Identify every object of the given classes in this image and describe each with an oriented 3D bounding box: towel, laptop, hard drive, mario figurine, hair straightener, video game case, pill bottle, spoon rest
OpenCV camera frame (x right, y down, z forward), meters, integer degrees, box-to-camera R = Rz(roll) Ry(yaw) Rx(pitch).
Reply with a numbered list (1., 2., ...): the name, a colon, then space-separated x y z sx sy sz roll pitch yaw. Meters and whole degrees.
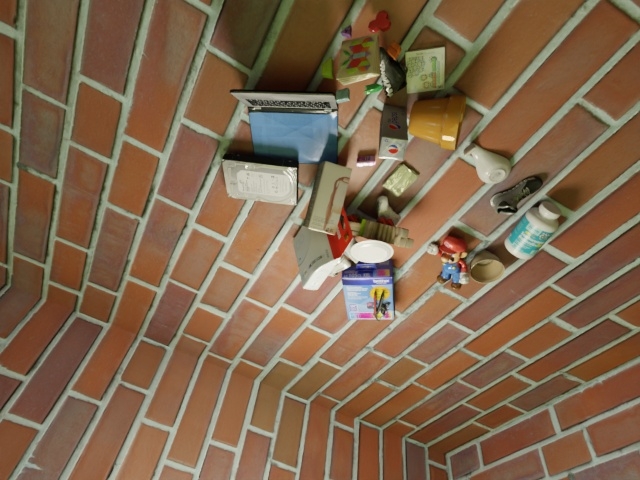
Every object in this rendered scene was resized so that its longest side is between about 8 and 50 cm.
1. towel: 0.360 -0.271 1.903 0.110 0.027 0.148 32 127 -17
2. laptop: -0.125 -0.443 1.702 0.382 0.408 0.236 3 97 5
3. hard drive: -0.271 -0.280 1.942 0.339 0.064 0.237 8 139 2
4. mario figurine: 0.635 0.119 2.101 0.198 0.170 0.320 -2 131 12
5. hair straightener: 0.324 0.355 2.227 0.089 0.047 0.230 1 130 6
6. video game case: 0.396 -0.643 1.592 0.143 0.019 0.157 -3 129 11
7. pill bottle: 0.975 -0.049 1.923 0.146 0.146 0.264 16 130 -5
8. spoon rest: 0.702 -0.332 1.783 0.276 0.084 0.137 28 130 -32

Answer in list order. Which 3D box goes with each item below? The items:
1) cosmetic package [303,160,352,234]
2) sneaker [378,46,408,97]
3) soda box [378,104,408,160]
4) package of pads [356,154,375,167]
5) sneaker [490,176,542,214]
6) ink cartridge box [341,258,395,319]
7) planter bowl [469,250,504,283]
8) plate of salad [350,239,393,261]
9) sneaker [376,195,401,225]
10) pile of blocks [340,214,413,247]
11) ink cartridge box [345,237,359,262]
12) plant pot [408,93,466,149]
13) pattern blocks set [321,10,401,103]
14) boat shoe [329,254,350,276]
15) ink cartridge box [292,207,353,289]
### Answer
1. cosmetic package: 0.029 -0.184 1.846 0.129 0.153 0.296 14 94 -11
2. sneaker: 0.266 -0.633 1.552 0.106 0.078 0.234 -22 152 11
3. soda box: 0.278 -0.420 1.620 0.098 0.286 0.091 8 132 2
4. package of pads: 0.201 -0.348 1.847 0.083 0.050 0.032 -4 134 11
5. sneaker: 0.868 -0.178 1.839 0.229 0.132 0.086 -30 120 29
6. ink cartridge box: 0.261 0.247 2.276 0.270 0.151 0.395 -3 128 10
7. planter bowl: 0.827 0.120 2.110 0.162 0.109 0.162 5 130 5
8. plate of salad: 0.237 0.046 1.947 0.200 0.048 0.200 3 147 2
9. sneaker: 0.325 -0.124 2.004 0.115 0.090 0.232 -6 138 5
10. pile of blocks: 0.257 -0.061 1.956 0.362 0.149 0.112 14 99 6
11. ink cartridge box: 0.117 0.011 2.092 0.078 0.231 0.134 -44 118 -4
12. plant pot: 0.448 -0.465 1.634 0.188 0.205 0.205 12 132 19
13. pattern blocks set: 0.135 -0.633 1.458 0.286 0.324 0.026 -16 155 20
14. boat shoe: 0.060 0.149 2.223 0.088 0.096 0.267 44 135 -10
15. ink cartridge box: 0.000 0.000 1.994 0.091 0.308 0.385 10 134 -26
